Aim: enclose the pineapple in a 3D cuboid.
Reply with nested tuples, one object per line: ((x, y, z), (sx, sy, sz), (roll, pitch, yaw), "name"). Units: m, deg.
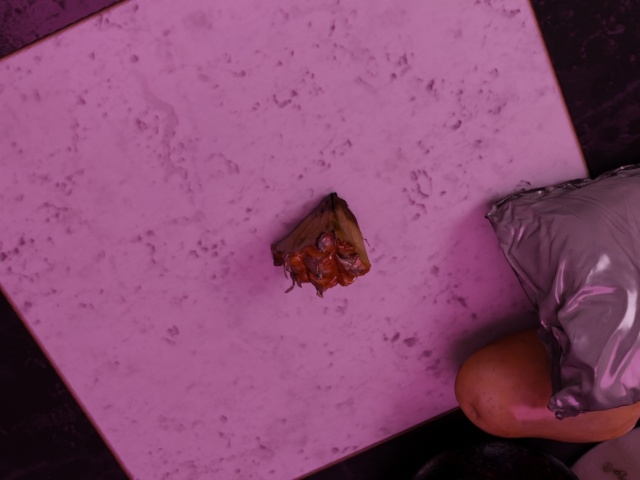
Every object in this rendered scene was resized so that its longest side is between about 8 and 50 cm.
((0.000, 0.000, 1.374), (0.069, 0.137, 0.116), (44, 61, -32), "pineapple")

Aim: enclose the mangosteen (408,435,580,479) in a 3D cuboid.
((0.210, 0.383, 1.533), (0.288, 0.288, 0.288), (-5, 119, -8), "mangosteen")

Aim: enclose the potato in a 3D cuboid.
((0.274, 0.171, 1.480), (0.234, 0.146, 0.150), (5, 162, -14), "potato")

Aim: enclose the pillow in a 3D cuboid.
((0.361, 0.039, 1.389), (0.310, 0.138, 0.283), (-13, 77, -6), "pillow")

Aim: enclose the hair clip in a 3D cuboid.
((0.422, 0.331, 1.597), (0.282, 0.172, 0.113), (-29, 140, -6), "hair clip")
